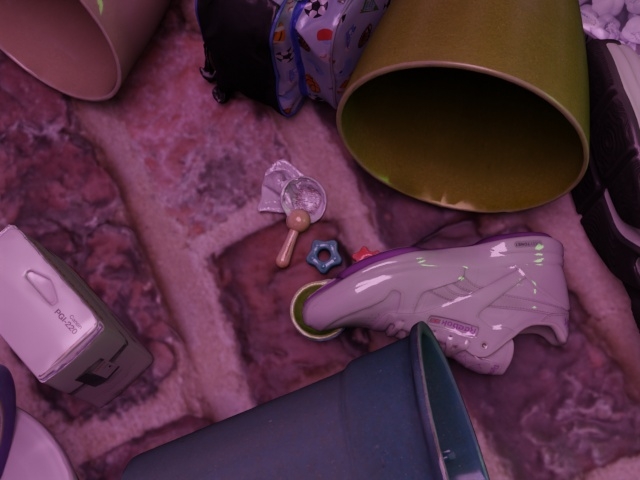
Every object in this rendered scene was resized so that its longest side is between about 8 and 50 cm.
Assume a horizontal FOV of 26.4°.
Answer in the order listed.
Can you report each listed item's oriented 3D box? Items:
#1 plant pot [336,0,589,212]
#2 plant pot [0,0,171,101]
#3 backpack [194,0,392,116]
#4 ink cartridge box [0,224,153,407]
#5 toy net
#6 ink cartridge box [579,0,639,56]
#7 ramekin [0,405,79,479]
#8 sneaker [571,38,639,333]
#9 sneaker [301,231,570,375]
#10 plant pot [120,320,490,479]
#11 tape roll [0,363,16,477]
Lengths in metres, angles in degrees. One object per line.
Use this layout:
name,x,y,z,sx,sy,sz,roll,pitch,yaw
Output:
plant pot,0.183,-0.228,1.526,0.274,0.275,0.294,11,62,9
plant pot,-0.260,-0.352,1.616,0.256,0.256,0.274,30,64,13
backpack,-0.017,-0.298,1.558,0.213,0.276,0.263,20,71,6
ink cartridge box,-0.286,0.088,1.492,0.092,0.218,0.158,-43,75,-6
toy net,0.000,0.000,1.576,0.122,0.045,0.232,-20,74,1
ink cartridge box,0.427,-0.276,1.608,0.206,0.045,0.208,37,80,14
ramekin,-0.378,0.312,1.489,0.272,0.127,0.273,-2,74,5
sneaker,0.446,-0.034,1.509,0.257,0.169,0.448,-10,68,-16
sneaker,0.134,0.079,1.487,0.305,0.114,0.152,-9,79,-10
plant pot,-0.004,0.290,1.367,0.334,0.341,0.341,-17,74,9
tape roll,-0.378,0.204,1.354,0.080,0.189,0.189,13,77,10
